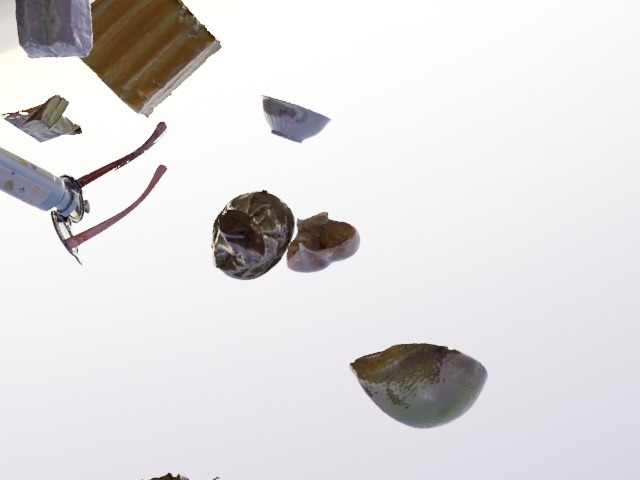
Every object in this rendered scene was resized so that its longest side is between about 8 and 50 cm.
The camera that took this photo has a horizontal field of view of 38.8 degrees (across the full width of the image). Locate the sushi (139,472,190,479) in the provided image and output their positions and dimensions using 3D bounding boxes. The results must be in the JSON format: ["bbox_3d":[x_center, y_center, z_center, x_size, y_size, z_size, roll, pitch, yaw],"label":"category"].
[{"bbox_3d":[-0.290,0.450,1.287,0.179,0.296,0.167,35,-165,38],"label":"sushi"}]

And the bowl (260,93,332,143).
[{"bbox_3d":[-0.072,-0.289,2.236,0.189,0.086,0.189,18,-177,-1],"label":"bowl"}]

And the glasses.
[{"bbox_3d":[-0.392,-0.091,1.768,0.268,0.118,0.234,-25,-147,9],"label":"glasses"}]

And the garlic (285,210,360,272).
[{"bbox_3d":[0.003,0.013,2.004,0.175,0.124,0.099,-14,-142,12],"label":"garlic"}]

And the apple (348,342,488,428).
[{"bbox_3d":[0.211,0.283,1.765,0.193,0.265,0.120,-37,-140,37],"label":"apple"}]

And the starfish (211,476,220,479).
[{"bbox_3d":[-0.261,0.656,2.365,0.091,0.078,0.028,-39,179,-17],"label":"starfish"}]

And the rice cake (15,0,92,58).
[{"bbox_3d":[-0.367,-0.394,1.211,0.106,0.297,0.050,3,-166,25],"label":"rice cake"}]

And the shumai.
[{"bbox_3d":[-0.157,-0.018,1.811,0.201,0.120,0.201,-10,-112,25],"label":"shumai"}]

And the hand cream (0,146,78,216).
[{"bbox_3d":[-0.339,-0.073,0.982,0.065,0.171,0.043,-21,-124,33],"label":"hand cream"}]

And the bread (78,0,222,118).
[{"bbox_3d":[-0.364,-0.416,1.888,0.246,0.239,0.111,-45,180,0],"label":"bread"}]

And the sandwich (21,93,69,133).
[{"bbox_3d":[-0.426,-0.189,1.408,0.083,0.031,0.044,-42,-147,9],"label":"sandwich"}]

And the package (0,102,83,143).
[{"bbox_3d":[-0.545,-0.229,1.784,0.108,0.031,0.121,-10,160,21],"label":"package"}]
